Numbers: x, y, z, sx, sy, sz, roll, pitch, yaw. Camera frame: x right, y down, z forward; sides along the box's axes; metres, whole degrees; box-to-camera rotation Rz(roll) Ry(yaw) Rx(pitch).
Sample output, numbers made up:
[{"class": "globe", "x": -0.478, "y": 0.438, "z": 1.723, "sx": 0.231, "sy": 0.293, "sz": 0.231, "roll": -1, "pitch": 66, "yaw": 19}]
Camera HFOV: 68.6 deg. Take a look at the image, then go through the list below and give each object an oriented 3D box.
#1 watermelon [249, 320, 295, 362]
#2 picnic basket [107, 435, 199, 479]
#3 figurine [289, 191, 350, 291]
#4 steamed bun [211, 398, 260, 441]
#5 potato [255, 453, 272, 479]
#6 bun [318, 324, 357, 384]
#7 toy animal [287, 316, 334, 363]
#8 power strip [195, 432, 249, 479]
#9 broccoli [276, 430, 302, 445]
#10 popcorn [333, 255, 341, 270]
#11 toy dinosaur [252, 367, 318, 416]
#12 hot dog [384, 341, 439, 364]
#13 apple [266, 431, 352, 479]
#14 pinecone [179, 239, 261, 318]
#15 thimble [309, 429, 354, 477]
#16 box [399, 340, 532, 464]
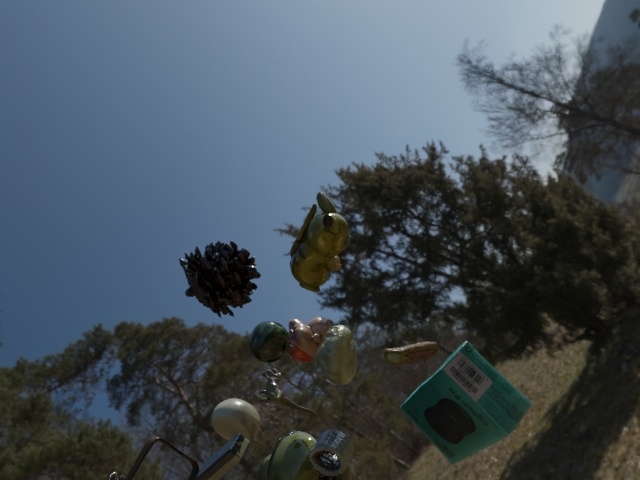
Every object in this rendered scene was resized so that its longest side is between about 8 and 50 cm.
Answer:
[{"class": "watermelon", "x": -0.118, "y": 0.245, "z": 1.134, "sx": 0.109, "sy": 0.109, "sz": 0.109, "roll": -42, "pitch": -37, "yaw": -43}, {"class": "picnic basket", "x": -0.546, "y": 0.835, "z": 1.520, "sx": 0.254, "sy": 0.291, "sz": 0.321, "roll": 56, "pitch": -135, "yaw": -33}, {"class": "figurine", "x": -0.003, "y": 0.006, "z": 1.604, "sx": 0.327, "sy": 0.169, "sz": 0.218, "roll": -59, "pitch": 22, "yaw": 30}, {"class": "steamed bun", "x": -0.381, "y": 0.819, "z": 2.170, "sx": 0.145, "sy": 0.231, "sz": 0.232, "roll": -62, "pitch": -22, "yaw": -50}, {"class": "potato", "x": -0.158, "y": 1.096, "z": 2.132, "sx": 0.210, "sy": 0.307, "sz": 0.173, "roll": -49, "pitch": 8, "yaw": 31}, {"class": "bun", "x": 0.054, "y": 0.370, "z": 1.521, "sx": 0.164, "sy": 0.111, "sz": 0.188, "roll": -39, "pitch": -56, "yaw": -58}, {"class": "toy animal", "x": -0.044, "y": 0.359, "z": 1.712, "sx": 0.197, "sy": 0.171, "sz": 0.171, "roll": -22, "pitch": -45, "yaw": -16}, {"class": "power strip", "x": -0.378, "y": 0.856, "z": 1.820, "sx": 0.257, "sy": 0.070, "sz": 0.105, "roll": -47, "pitch": 5, "yaw": 22}, {"class": "broccoli", "x": -0.120, "y": 0.913, "z": 2.079, "sx": 0.146, "sy": 0.162, "sz": 0.138, "roll": -39, "pitch": -47, "yaw": -77}, {"class": "popcorn", "x": 0.040, "y": 0.086, "z": 1.893, "sx": 0.084, "sy": 0.084, "sz": 0.084, "roll": -42, "pitch": -37, "yaw": -43}, {"class": "toy dinosaur", "x": -0.138, "y": 0.574, "z": 1.737, "sx": 0.199, "sy": 0.251, "sz": 0.072, "roll": 8, "pitch": -70, "yaw": -61}, {"class": "hot dog", "x": 0.306, "y": 0.373, "z": 1.560, "sx": 0.285, "sy": 0.087, "sz": 0.061, "roll": 7, "pitch": -96, "yaw": -45}, {"class": "apple", "x": -0.043, "y": 0.793, "z": 1.574, "sx": 0.254, "sy": 0.292, "sz": 0.292, "roll": -34, "pitch": 4, "yaw": 45}, {"class": "pinecone", "x": -0.363, "y": 0.137, "z": 1.760, "sx": 0.296, "sy": 0.242, "sz": 0.298, "roll": -34, "pitch": -82, "yaw": -43}, {"class": "thimble", "x": 0.034, "y": 0.619, "z": 1.366, "sx": 0.102, "sy": 0.115, "sz": 0.090, "roll": 67, "pitch": -155, "yaw": -3}, {"class": "box", "x": 0.349, "y": 0.417, "z": 1.180, "sx": 0.118, "sy": 0.205, "sz": 0.311, "roll": -31, "pitch": -23, "yaw": -31}]
